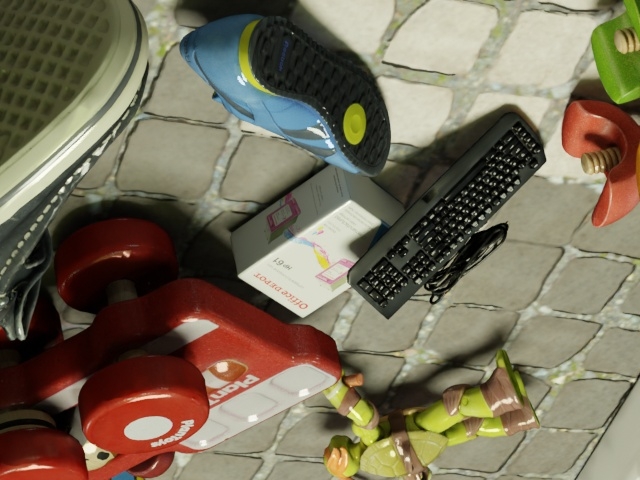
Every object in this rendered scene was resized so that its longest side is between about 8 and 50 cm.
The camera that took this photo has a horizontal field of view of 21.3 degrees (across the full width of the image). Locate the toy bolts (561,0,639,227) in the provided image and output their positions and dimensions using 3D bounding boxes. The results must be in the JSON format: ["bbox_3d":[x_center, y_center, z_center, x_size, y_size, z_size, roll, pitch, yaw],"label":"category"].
[{"bbox_3d":[0.297,-0.083,1.279,0.158,0.218,0.228,-11,157,-11],"label":"toy bolts"}]

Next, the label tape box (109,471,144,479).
[{"bbox_3d":[-0.178,0.372,1.626,0.106,0.240,0.333,-18,138,9],"label":"label tape box"}]

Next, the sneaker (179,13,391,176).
[{"bbox_3d":[-0.023,-0.109,1.269,0.082,0.069,0.209,2,160,37],"label":"sneaker"}]

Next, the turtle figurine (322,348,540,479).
[{"bbox_3d":[0.084,0.173,1.579,0.217,0.087,0.269,-22,138,11],"label":"turtle figurine"}]

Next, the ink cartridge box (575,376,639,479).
[{"bbox_3d":[0.441,0.239,1.706,0.306,0.131,0.226,5,136,-15],"label":"ink cartridge box"}]

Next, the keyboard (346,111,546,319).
[{"bbox_3d":[0.115,-0.009,1.371,0.192,0.038,0.100,-45,137,3],"label":"keyboard"}]

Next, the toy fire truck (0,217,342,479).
[{"bbox_3d":[-0.161,0.133,1.426,0.302,0.169,0.254,-31,144,21],"label":"toy fire truck"}]

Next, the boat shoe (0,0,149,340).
[{"bbox_3d":[-0.265,-0.015,1.225,0.156,0.186,0.500,19,135,-37],"label":"boat shoe"}]

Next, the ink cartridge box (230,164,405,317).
[{"bbox_3d":[0.000,0.000,1.393,0.122,0.052,0.088,-33,136,24],"label":"ink cartridge box"}]
